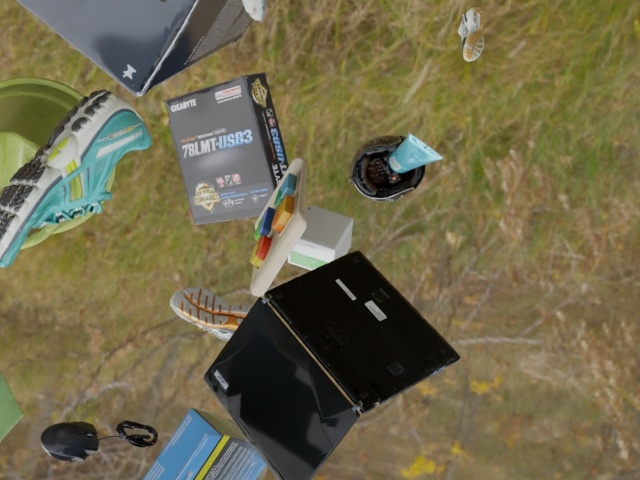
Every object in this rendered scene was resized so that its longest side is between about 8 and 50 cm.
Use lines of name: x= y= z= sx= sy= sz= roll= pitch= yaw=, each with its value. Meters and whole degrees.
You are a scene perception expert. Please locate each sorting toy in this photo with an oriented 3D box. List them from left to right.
sorting toy: x=-0.081 y=-0.030 z=1.688 sx=0.038 sy=0.208 sz=0.193 roll=22 pitch=123 yaw=-18

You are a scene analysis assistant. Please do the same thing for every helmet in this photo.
helmet: x=0.154 y=-0.166 z=2.163 sx=0.169 sy=0.169 sz=0.161 roll=10 pitch=-166 yaw=15

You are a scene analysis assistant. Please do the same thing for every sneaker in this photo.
sneaker: x=-0.328 y=-0.067 z=1.216 sx=0.110 sy=0.275 sz=0.107 roll=45 pitch=171 yaw=-30
sneaker: x=-0.218 y=0.165 z=1.953 sx=0.215 sy=0.084 sz=0.083 roll=23 pitch=139 yaw=-22
sneaker: x=0.220 y=-0.300 z=1.380 sx=0.032 sy=0.083 sz=0.037 roll=18 pitch=167 yaw=-30

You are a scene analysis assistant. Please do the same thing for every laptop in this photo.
laptop: x=0.010 y=0.174 z=1.293 sx=0.234 sy=0.264 sz=0.136 roll=47 pitch=147 yaw=32

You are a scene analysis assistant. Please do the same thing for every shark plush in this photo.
shark plush: x=-0.099 y=-0.432 z=1.495 sx=0.073 sy=0.161 sz=0.067 roll=-17 pitch=145 yaw=43

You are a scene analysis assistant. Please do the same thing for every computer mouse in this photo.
computer mouse: x=-0.395 y=0.356 z=1.704 sx=0.242 sy=0.071 sz=0.041 roll=5 pitch=138 yaw=-46

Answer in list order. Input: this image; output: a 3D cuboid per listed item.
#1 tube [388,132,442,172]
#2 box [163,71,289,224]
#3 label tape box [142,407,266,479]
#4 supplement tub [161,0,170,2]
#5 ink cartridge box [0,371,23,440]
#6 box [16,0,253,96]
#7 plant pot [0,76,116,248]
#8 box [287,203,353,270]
tube: x=0.187 y=-0.176 z=1.906 sx=0.080 sy=0.052 sz=0.207 roll=31 pitch=173 yaw=-6
box: x=-0.200 y=-0.193 z=2.039 sx=0.295 sy=0.293 sz=0.073 roll=-5 pitch=-167 yaw=45
label tape box: x=-0.238 y=0.429 z=1.673 sx=0.106 sy=0.240 sz=0.334 roll=32 pitch=174 yaw=24
supplement tub: x=-0.276 y=-0.429 z=1.345 sx=0.106 sy=0.106 sz=0.198 roll=-4 pitch=151 yaw=42
ink cartridge box: x=-0.466 y=0.204 z=1.142 sx=0.056 sy=0.171 sz=0.235 roll=44 pitch=175 yaw=-37
box: x=-0.366 y=-0.584 z=1.818 sx=0.480 sy=0.472 sz=0.297 roll=39 pitch=122 yaw=-1
plant pot: x=-0.478 y=-0.105 z=1.492 sx=0.276 sy=0.276 sz=0.254 roll=20 pitch=-165 yaw=-12
box: x=0.000 y=0.000 z=1.864 sx=0.101 sy=0.102 sz=0.087 roll=19 pitch=137 yaw=13
